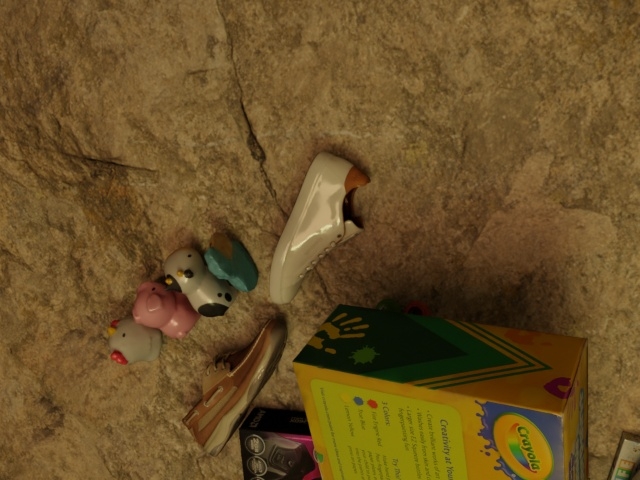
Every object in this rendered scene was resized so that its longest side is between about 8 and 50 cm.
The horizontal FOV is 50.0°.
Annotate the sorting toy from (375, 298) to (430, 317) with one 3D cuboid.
[{"bbox_3d":[0.151,0.135,1.231,0.102,0.042,0.061,2,91,27],"label":"sorting toy"}]

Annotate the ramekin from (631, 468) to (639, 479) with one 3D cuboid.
[{"bbox_3d":[0.625,0.461,1.116,0.273,0.127,0.273,1,109,2],"label":"ramekin"}]

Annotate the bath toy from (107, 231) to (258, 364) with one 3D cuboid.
[{"bbox_3d":[-0.286,0.126,1.300,0.348,0.129,0.151,-37,93,22],"label":"bath toy"}]

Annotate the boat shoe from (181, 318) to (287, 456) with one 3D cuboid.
[{"bbox_3d":[-0.174,0.274,1.317,0.116,0.123,0.324,34,110,6],"label":"boat shoe"}]

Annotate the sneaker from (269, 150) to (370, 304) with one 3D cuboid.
[{"bbox_3d":[0.000,0.000,1.193,0.123,0.106,0.290,25,109,10],"label":"sneaker"}]

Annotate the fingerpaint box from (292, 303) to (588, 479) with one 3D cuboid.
[{"bbox_3d":[0.193,0.334,1.015,0.371,0.163,0.445,5,122,30],"label":"fingerpaint box"}]

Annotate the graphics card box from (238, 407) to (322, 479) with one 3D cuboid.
[{"bbox_3d":[0.035,0.457,1.323,0.371,0.094,0.233,2,107,17],"label":"graphics card box"}]

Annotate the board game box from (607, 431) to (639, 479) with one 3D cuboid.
[{"bbox_3d":[0.562,0.420,1.198,0.103,0.026,0.154,12,109,12],"label":"board game box"}]
